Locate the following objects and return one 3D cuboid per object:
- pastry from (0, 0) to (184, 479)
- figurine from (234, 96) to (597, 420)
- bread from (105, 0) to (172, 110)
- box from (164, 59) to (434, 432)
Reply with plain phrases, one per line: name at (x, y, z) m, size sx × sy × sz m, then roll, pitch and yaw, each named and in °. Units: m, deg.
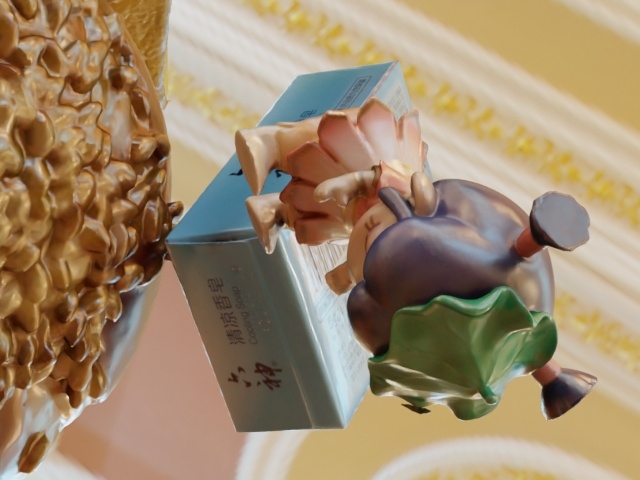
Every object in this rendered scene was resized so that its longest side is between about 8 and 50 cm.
pastry at (-0.258, -0.009, 1.095) m, size 0.245 × 0.409 × 0.409 m, roll 7°, pitch -54°, yaw 51°
figurine at (0.043, -0.001, 0.859) m, size 0.195 × 0.102 × 0.111 m, roll 53°, pitch -19°, yaw 44°
bread at (-0.155, -0.180, 1.436) m, size 0.094 × 0.102 × 0.245 m, roll -5°, pitch -29°, yaw -9°
box at (0.000, 0.000, 1.202) m, size 0.083 × 0.232 × 0.142 m, roll -6°, pitch -62°, yaw 25°
